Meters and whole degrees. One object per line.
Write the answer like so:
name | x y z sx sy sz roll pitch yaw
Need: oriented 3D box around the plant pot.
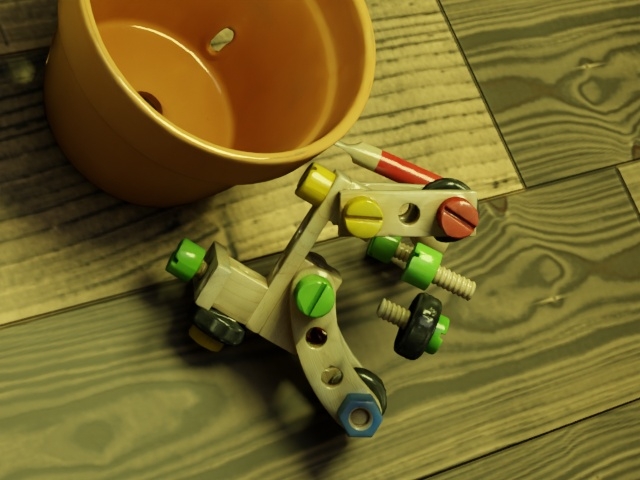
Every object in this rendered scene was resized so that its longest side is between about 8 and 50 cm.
plant pot | -0.124 -0.158 1.725 0.291 0.203 0.291 15 59 -26

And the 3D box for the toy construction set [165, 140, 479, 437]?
toy construction set | 0.000 0.000 1.736 0.237 0.257 0.309 25 34 -5
